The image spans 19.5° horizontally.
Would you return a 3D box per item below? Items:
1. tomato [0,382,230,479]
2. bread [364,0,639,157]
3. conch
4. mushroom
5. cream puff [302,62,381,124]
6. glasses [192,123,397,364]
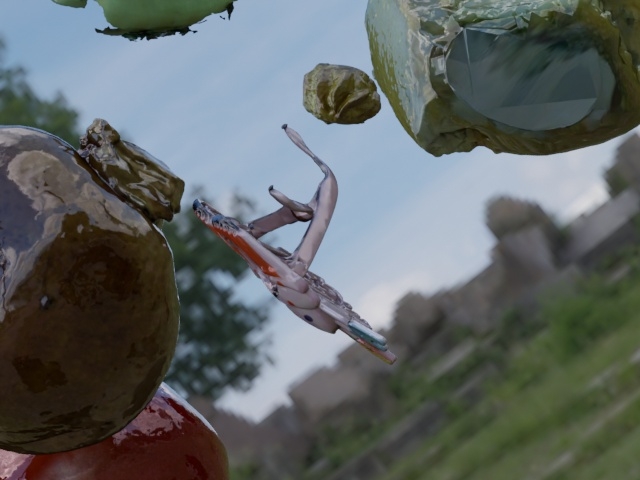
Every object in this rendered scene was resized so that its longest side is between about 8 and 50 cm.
[{"bbox_3d":[-0.238,0.244,1.783,0.298,0.298,0.226,-37,-40,-6],"label":"tomato"},{"bbox_3d":[0.228,-0.237,2.355,0.395,0.239,0.264,-9,27,16],"label":"bread"},{"bbox_3d":[-0.201,-0.294,2.113,0.137,0.250,0.143,-58,23,16],"label":"conch"},{"bbox_3d":[-0.233,0.027,1.548,0.283,0.263,0.195,-56,-15,-16],"label":"mushroom"},{"bbox_3d":[0.020,-0.137,1.774,0.083,0.083,0.058,25,-92,-61],"label":"cream puff"},{"bbox_3d":[0.000,0.009,1.335,0.095,0.162,0.255,-43,13,1],"label":"glasses"}]
